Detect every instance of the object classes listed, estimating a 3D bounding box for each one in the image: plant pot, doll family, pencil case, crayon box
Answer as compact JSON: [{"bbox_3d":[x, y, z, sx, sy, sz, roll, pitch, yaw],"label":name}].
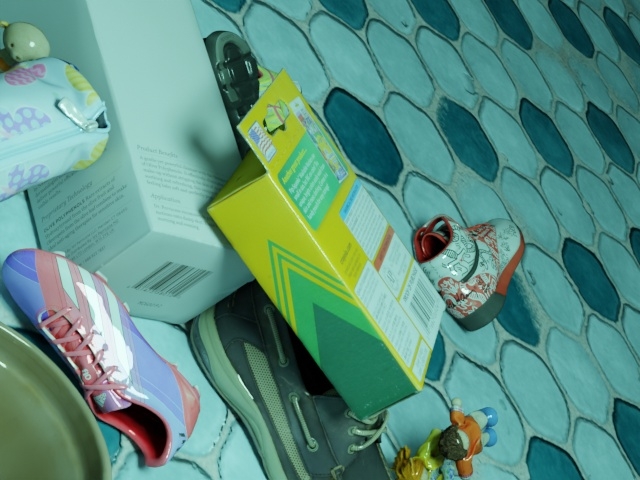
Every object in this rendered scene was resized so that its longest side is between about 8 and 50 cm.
[{"bbox_3d":[-0.289,0.167,1.105,0.237,0.110,0.237,39,21,-19],"label":"plant pot"},{"bbox_3d":[0.147,0.320,1.660,0.163,0.118,0.263,-7,85,-65],"label":"doll family"},{"bbox_3d":[-0.316,-0.078,1.277,0.124,0.113,0.273,23,33,29],"label":"pencil case"},{"bbox_3d":[0.000,0.000,1.467,0.323,0.083,0.203,56,23,-13],"label":"crayon box"}]

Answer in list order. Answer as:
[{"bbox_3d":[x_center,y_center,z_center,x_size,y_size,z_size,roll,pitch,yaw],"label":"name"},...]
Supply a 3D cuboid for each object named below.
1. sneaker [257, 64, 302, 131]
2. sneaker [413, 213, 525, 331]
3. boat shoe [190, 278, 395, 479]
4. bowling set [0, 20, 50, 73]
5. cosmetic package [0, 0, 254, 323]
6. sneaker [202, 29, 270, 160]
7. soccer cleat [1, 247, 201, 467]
[{"bbox_3d":[-0.082,-0.155,1.814,0.094,0.081,0.208,33,29,-23],"label":"sneaker"},{"bbox_3d":[0.217,0.003,2.078,0.145,0.090,0.270,50,32,-16],"label":"sneaker"},{"bbox_3d":[0.003,0.193,1.519,0.355,0.130,0.132,54,29,-4],"label":"boat shoe"},{"bbox_3d":[-0.390,-0.209,1.309,0.287,0.154,0.200,44,31,-21],"label":"bowling set"},{"bbox_3d":[-0.204,-0.115,1.495,0.197,0.155,0.365,17,47,-50],"label":"cosmetic package"},{"bbox_3d":[-0.110,-0.116,1.700,0.101,0.106,0.267,-26,105,-55],"label":"sneaker"},{"bbox_3d":[-0.210,0.109,1.341,0.248,0.083,0.095,48,34,-20],"label":"soccer cleat"}]
